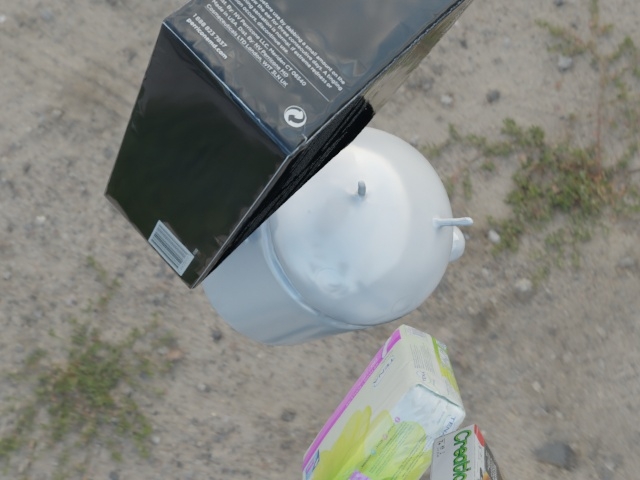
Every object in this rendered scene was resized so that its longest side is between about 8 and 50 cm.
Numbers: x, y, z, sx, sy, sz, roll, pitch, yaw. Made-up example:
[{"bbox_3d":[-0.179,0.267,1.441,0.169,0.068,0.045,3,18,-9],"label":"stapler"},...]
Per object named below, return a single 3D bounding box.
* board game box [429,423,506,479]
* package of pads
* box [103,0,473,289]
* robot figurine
[{"bbox_3d":[0.155,0.323,0.956,0.053,0.305,0.193,-24,107,16],"label":"board game box"},{"bbox_3d":[0.082,0.289,1.573,0.101,0.229,0.296,31,105,-11],"label":"package of pads"},{"bbox_3d":[-0.026,-0.093,0.690,0.184,0.261,0.103,-42,89,-25],"label":"box"},{"bbox_3d":[0.000,0.000,1.131,0.353,0.300,0.199,-21,69,57],"label":"robot figurine"}]
